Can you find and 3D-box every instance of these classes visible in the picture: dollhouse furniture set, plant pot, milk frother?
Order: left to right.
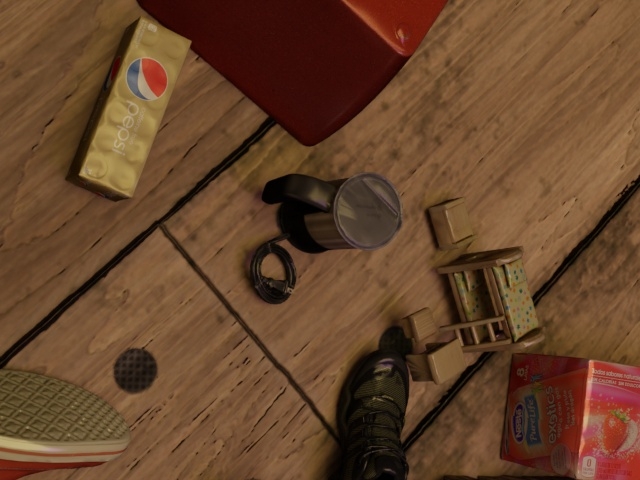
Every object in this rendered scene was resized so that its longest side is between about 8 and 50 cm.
[{"bbox_3d":[0.000,0.000,1.131,0.129,0.135,0.143,4,86,-26],"label":"milk frother"},{"bbox_3d":[0.015,-0.292,1.094,0.267,0.236,0.267,39,71,-20],"label":"plant pot"},{"bbox_3d":[0.164,0.052,1.205,0.161,0.101,0.181,-24,99,-43],"label":"dollhouse furniture set"}]

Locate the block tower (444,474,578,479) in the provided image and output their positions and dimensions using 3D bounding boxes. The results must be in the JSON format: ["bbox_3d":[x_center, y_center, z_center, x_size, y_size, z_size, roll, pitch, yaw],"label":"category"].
[{"bbox_3d":[0.300,0.343,1.292,0.336,0.091,0.097,9,85,-27],"label":"block tower"}]

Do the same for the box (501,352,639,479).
[{"bbox_3d":[0.396,0.231,1.313,0.300,0.154,0.142,11,83,-25],"label":"box"}]

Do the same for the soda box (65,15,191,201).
[{"bbox_3d":[-0.199,-0.134,1.079,0.061,0.058,0.181,24,77,-24],"label":"soda box"}]

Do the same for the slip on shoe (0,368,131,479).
[{"bbox_3d":[-0.342,0.193,0.977,0.331,0.123,0.101,0,120,-32],"label":"slip on shoe"}]

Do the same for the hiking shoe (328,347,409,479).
[{"bbox_3d":[0.069,0.234,1.166,0.086,0.114,0.226,18,80,-25],"label":"hiking shoe"}]
